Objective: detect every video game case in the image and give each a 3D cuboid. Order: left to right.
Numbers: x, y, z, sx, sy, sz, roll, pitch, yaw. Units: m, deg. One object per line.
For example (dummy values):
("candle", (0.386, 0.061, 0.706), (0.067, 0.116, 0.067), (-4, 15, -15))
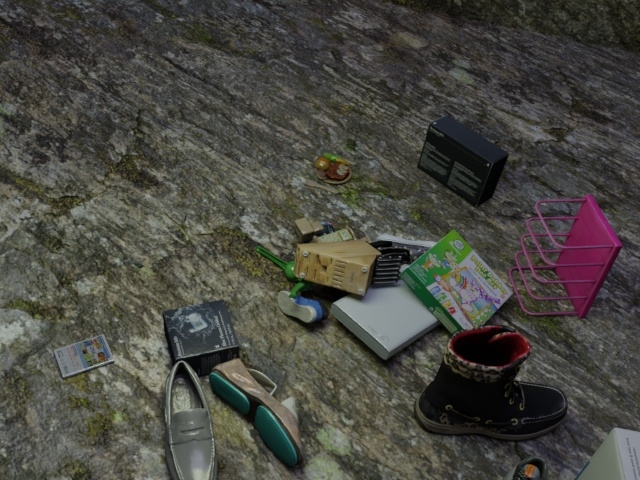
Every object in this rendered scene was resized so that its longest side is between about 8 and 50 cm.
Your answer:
("video game case", (-0.571, 0.279, 1.706), (0.122, 0.011, 0.087), (-17, 49, -25))

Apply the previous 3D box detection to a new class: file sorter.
("file sorter", (0.659, 0.049, 1.956), (0.182, 0.291, 0.202), (-2, 45, -8))

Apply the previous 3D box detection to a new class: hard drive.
("hard drive", (0.203, 0.182, 1.890), (0.307, 0.040, 0.203), (-24, 52, -41))

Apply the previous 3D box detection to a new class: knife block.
("knife block", (0.089, 0.050, 1.920), (0.275, 0.088, 0.242), (14, 22, 11))

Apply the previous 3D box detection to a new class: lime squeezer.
("lime squeezer", (-0.086, 0.096, 1.928), (0.110, 0.059, 0.310), (-2, 24, -22))

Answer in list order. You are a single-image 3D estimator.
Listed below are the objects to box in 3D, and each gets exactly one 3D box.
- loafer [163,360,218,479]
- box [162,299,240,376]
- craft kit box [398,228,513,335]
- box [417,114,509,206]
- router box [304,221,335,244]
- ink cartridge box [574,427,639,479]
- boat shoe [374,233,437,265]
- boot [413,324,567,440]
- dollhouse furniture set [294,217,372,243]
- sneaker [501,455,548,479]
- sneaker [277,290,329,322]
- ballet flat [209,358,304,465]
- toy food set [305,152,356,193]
("loafer", (-0.290, 0.410, 1.544), (0.112, 0.111, 0.319), (-8, 47, -18))
("box", (-0.293, 0.243, 1.733), (0.158, 0.093, 0.156), (-11, 47, -18))
("craft kit box", (0.374, 0.121, 1.931), (0.250, 0.061, 0.246), (48, 46, 8))
("box", (0.463, -0.263, 2.320), (0.103, 0.184, 0.261), (-30, 57, -33))
("router box", (0.000, 0.000, 2.073), (0.092, 0.038, 0.122), (-6, 46, -15))
("ink cartridge box", (0.749, 0.557, 1.444), (0.395, 0.285, 0.166), (11, 43, 1))
("boat shoe", (0.264, 0.042, 2.049), (0.228, 0.080, 0.076), (14, 50, 7))
("boot", (0.423, 0.327, 1.626), (0.377, 0.284, 0.138), (3, 44, -5))
("dollhouse furniture set", (0.042, -0.030, 2.004), (0.182, 0.101, 0.161), (-19, 57, -24))
("sneaker", (0.409, 0.531, 1.480), (0.100, 0.108, 0.271), (29, 22, 22))
("sneaker", (-0.042, 0.175, 1.876), (0.084, 0.058, 0.152), (3, 13, -44))
("ballet flat", (-0.123, 0.376, 1.620), (0.316, 0.107, 0.106), (40, 44, 26))
("toy food set", (0.039, -0.234, 2.321), (0.132, 0.038, 0.192), (19, 44, 10))
